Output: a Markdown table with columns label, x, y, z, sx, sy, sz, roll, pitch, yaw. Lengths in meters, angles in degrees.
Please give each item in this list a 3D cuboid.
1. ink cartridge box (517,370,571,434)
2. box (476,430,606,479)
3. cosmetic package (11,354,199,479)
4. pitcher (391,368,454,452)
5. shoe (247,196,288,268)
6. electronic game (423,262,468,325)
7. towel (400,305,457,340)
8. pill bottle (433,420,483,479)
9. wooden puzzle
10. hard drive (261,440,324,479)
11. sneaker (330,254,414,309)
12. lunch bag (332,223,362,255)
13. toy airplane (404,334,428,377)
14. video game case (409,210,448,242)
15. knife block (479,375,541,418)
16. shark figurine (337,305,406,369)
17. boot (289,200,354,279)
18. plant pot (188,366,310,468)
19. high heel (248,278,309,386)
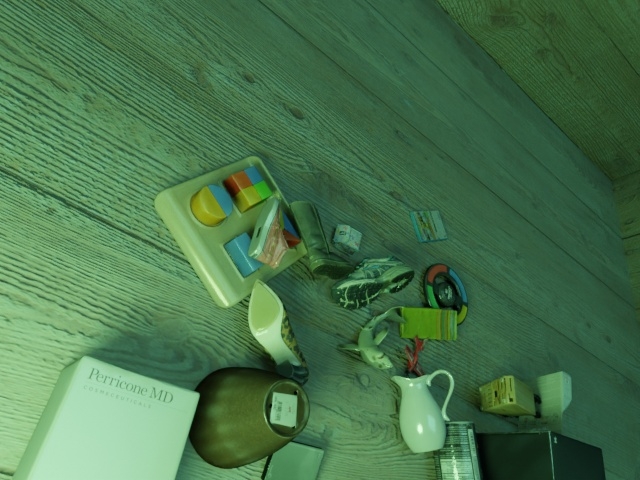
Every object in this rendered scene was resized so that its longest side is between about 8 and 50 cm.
| label | x | y | z | sx | sy | sz | roll | pitch | yaw |
| --- | --- | --- | --- | --- | --- | --- | --- | --- | --- |
| ink cartridge box | 0.794 | 0.595 | 1.674 | 0.066 | 0.189 | 0.233 | 28 | 53 | -15 |
| box | 0.647 | 0.698 | 1.432 | 0.296 | 0.294 | 0.183 | 25 | 56 | -28 |
| cosmetic package | -0.391 | 0.451 | 0.772 | 0.229 | 0.161 | 0.454 | 29 | 54 | -27 |
| pitcher | 0.305 | 0.477 | 1.334 | 0.125 | 0.177 | 0.207 | 38 | 40 | -63 |
| shoe | -0.119 | -0.018 | 1.185 | 0.081 | 0.063 | 0.178 | 33 | 54 | -29 |
| electronic game | 0.443 | 0.191 | 1.665 | 0.229 | 0.048 | 0.230 | 17 | 61 | -33 |
| towel | 0.357 | 0.271 | 1.544 | 0.237 | 0.021 | 0.102 | 9 | 75 | -29 |
| pill bottle | 0.395 | 0.653 | 1.355 | 0.130 | 0.130 | 0.246 | 15 | 62 | -35 |
| wooden puzzle | -0.197 | -0.045 | 1.218 | 0.347 | 0.080 | 0.322 | -35 | 94 | -43 |
| hard drive | -0.063 | 0.516 | 1.092 | 0.135 | 0.022 | 0.094 | 27 | 74 | -28 |
| sneaker | 0.141 | 0.117 | 1.429 | 0.282 | 0.110 | 0.122 | -12 | 44 | -30 |
| lunch bag | 0.080 | -0.005 | 1.451 | 0.083 | 0.053 | 0.071 | 29 | 52 | -15 |
| toy airplane | 0.296 | 0.358 | 1.472 | 0.151 | 0.028 | 0.152 | 4 | 84 | -46 |
| video game case | 0.408 | -0.054 | 1.772 | 0.166 | 0.015 | 0.119 | -5 | 74 | -41 |
| knife block | 0.671 | 0.532 | 1.574 | 0.241 | 0.276 | 0.088 | 7 | 62 | -5 |
| shark figurine | 0.157 | 0.297 | 1.367 | 0.278 | 0.166 | 0.116 | -55 | 134 | -59 |
| boot | 0.002 | -0.001 | 1.321 | 0.189 | 0.076 | 0.209 | 25 | 35 | -54 |
| plant pot | -0.132 | 0.358 | 0.982 | 0.215 | 0.230 | 0.216 | 17 | 61 | -33 |
| high heel | -0.103 | 0.232 | 1.165 | 0.186 | 0.093 | 0.262 | 67 | 1 | -65 |
